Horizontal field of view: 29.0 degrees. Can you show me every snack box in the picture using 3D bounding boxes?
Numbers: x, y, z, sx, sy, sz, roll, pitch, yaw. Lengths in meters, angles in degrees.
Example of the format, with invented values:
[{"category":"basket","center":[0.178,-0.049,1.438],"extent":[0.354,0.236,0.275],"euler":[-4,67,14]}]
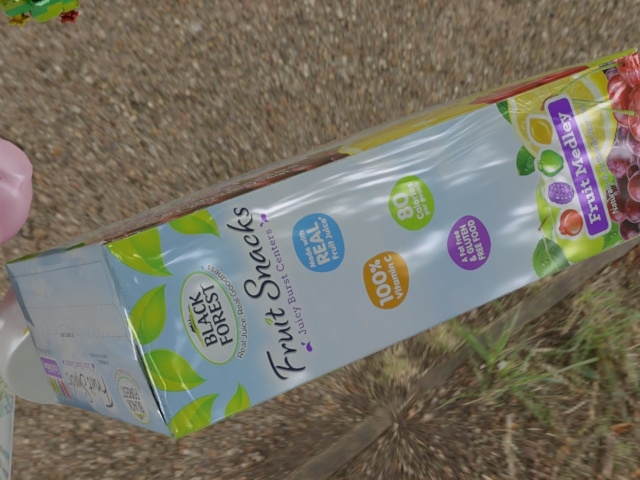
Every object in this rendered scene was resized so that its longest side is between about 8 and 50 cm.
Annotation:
[{"category":"snack box","center":[0.000,0.000,0.474],"extent":[0.207,0.174,0.070],"euler":[-20,95,-22]}]

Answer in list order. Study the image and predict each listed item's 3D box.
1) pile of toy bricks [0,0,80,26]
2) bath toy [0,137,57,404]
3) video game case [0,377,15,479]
[{"category":"pile of toy bricks","center":[-0.250,-0.240,1.131],"extent":[0.212,0.105,0.118],"euler":[-24,56,-16]},{"category":"bath toy","center":[-0.253,-0.028,0.799],"extent":[0.151,0.129,0.348],"euler":[-35,125,22]},{"category":"video game case","center":[-0.396,0.188,1.329],"extent":[0.036,0.300,0.329],"euler":[-10,53,3]}]
